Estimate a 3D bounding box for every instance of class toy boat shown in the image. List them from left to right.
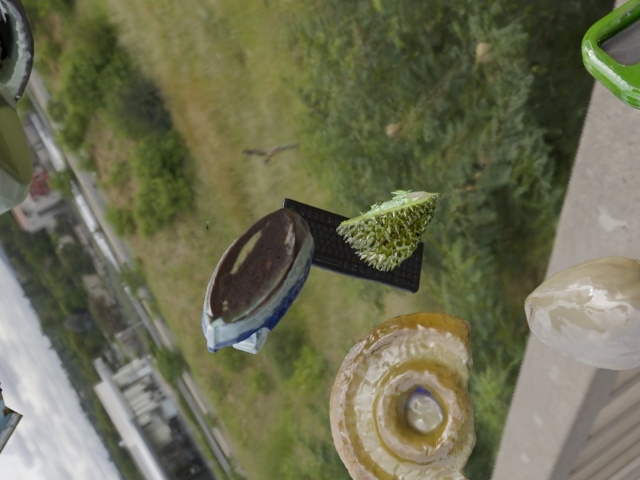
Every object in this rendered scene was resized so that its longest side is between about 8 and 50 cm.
[{"bbox_3d":[-0.080,0.063,1.228,0.114,0.262,0.115,16,145,21],"label":"toy boat"}]

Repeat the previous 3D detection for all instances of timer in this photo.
[{"bbox_3d":[0.346,-0.196,0.910,0.128,0.140,0.047,55,178,37],"label":"timer"}]

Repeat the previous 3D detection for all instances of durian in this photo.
[{"bbox_3d":[0.082,-0.017,1.173,0.086,0.100,0.215,47,157,-13],"label":"durian"}]

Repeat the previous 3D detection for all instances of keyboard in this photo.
[{"bbox_3d":[0.005,-0.003,1.462,0.041,0.381,0.103,149,132,-64],"label":"keyboard"}]

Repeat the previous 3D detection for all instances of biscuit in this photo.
[{"bbox_3d":[0.113,0.236,1.221,0.091,0.213,0.274,28,-125,-66],"label":"biscuit"}]

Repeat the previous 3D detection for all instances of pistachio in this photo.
[{"bbox_3d":[0.384,0.096,1.220,0.223,0.126,0.152,3,90,47],"label":"pistachio"}]

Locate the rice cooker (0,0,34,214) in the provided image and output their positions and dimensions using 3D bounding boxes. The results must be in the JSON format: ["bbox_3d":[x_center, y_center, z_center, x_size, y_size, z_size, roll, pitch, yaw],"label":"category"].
[{"bbox_3d":[-0.262,-0.074,0.439,0.226,0.244,0.226,60,175,9],"label":"rice cooker"}]

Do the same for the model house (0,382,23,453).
[{"bbox_3d":[-0.532,0.303,1.171,0.178,0.271,0.206,19,133,17],"label":"model house"}]
